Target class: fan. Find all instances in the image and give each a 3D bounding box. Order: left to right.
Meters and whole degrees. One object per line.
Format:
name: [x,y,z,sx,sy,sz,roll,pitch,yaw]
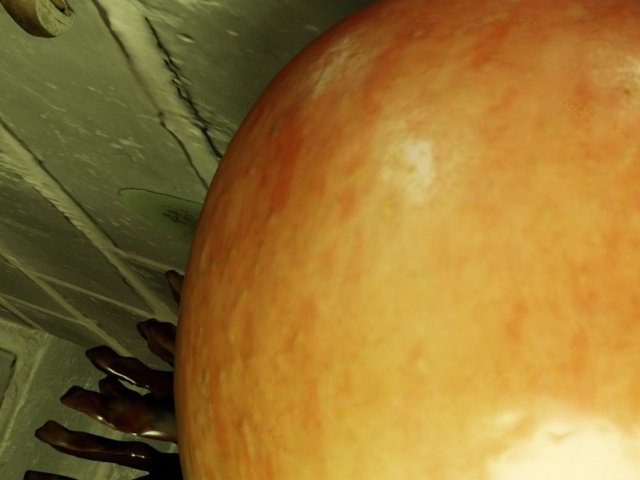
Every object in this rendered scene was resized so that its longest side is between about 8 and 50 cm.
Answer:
fan: [-0.013,0.038,1.557,0.415,0.012,0.233,24,169,-12]

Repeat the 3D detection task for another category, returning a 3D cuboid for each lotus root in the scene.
lotus root: [-0.180,-0.147,0.960,0.037,0.030,0.083,20,168,10]

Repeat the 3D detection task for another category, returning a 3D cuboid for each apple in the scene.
apple: [0.105,0.074,0.705,0.364,0.364,0.364,20,169,4]

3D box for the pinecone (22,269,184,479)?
pinecone: [-0.068,0.218,1.307,0.398,0.397,0.398,20,169,4]
